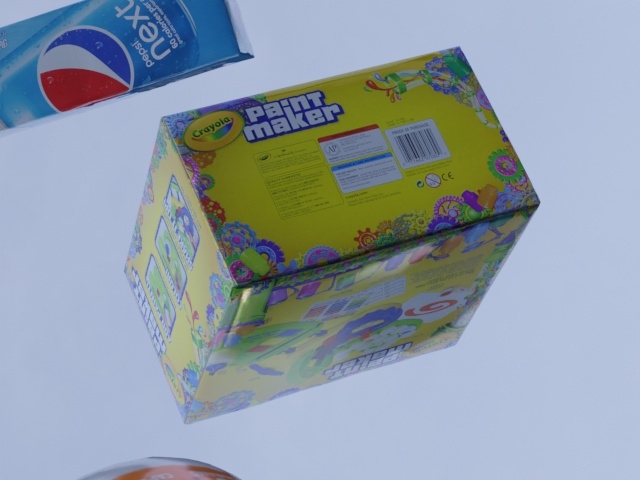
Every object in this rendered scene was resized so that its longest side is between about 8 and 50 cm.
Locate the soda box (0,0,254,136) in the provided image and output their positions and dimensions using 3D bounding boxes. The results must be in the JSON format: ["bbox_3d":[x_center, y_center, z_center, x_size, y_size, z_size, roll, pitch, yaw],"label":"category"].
[{"bbox_3d":[-0.156,-0.122,1.284,0.210,0.071,0.067,-18,-88,6],"label":"soda box"}]

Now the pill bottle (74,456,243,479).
[{"bbox_3d":[-0.003,0.261,0.898,0.224,0.392,0.224,-9,-73,-32],"label":"pill bottle"}]

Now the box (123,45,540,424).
[{"bbox_3d":[0.000,0.000,1.737,0.290,0.177,0.279,-15,-25,-22],"label":"box"}]
